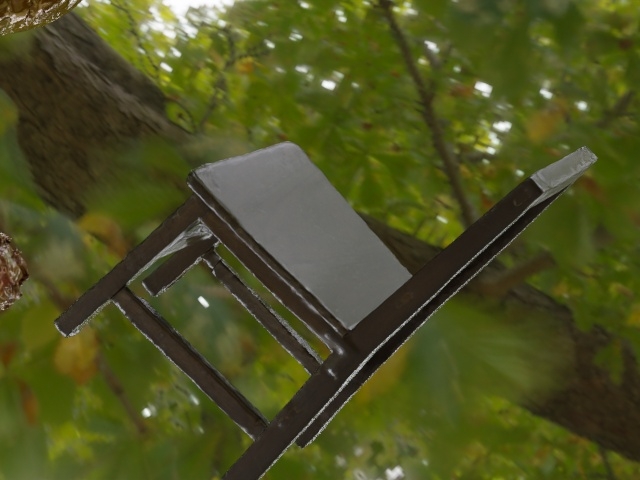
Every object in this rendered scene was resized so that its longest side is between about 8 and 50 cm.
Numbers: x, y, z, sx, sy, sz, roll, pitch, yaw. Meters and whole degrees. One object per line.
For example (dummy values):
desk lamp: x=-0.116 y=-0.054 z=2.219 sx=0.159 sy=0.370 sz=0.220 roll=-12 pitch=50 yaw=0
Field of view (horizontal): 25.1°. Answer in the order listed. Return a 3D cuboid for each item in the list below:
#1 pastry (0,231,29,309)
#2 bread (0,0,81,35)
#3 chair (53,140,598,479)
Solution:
pastry: x=-0.277 y=0.002 z=1.039 sx=0.169 sy=0.063 sz=0.087 roll=32 pitch=-121 yaw=-36
bread: x=-0.340 y=-0.315 z=1.280 sx=0.328 sy=0.148 sz=0.337 roll=-19 pitch=-110 yaw=-23
chair: x=0.000 y=0.000 z=1.275 sx=0.240 sy=0.203 sz=0.416 roll=47 pitch=-65 yaw=10
